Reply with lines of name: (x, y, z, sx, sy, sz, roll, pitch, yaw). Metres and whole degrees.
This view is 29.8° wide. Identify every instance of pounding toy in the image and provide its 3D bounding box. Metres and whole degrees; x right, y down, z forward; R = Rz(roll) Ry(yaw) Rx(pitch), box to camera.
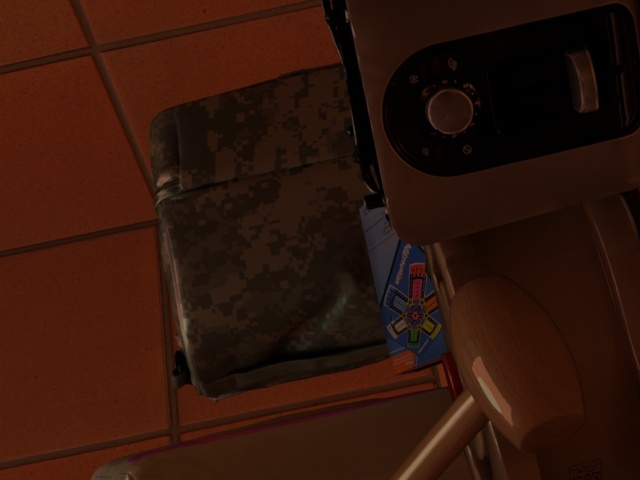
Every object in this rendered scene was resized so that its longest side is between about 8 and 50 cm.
pounding toy: (0.065, 0.056, 0.535, 0.269, 0.155, 0.154, 74, 180, -62)

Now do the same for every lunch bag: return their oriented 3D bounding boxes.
lunch bag: (0.000, 0.000, 1.108, 0.212, 0.305, 0.256, 74, -174, -62)

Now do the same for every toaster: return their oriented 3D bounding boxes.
toaster: (0.053, -0.102, 0.467, 0.185, 0.110, 0.168, -95, -6, -75)

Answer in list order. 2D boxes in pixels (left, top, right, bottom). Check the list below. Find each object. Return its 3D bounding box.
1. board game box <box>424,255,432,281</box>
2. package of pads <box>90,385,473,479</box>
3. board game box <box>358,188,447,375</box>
board game box: (0.095, -0.020, 0.701, 0.126, 0.026, 0.186, -119, 21, -50)
package of pads: (-0.001, 0.166, 0.824, 0.229, 0.297, 0.101, 145, 115, -71)
board game box: (0.091, 0.009, 0.856, 0.281, 0.027, 0.145, 139, 122, -71)
